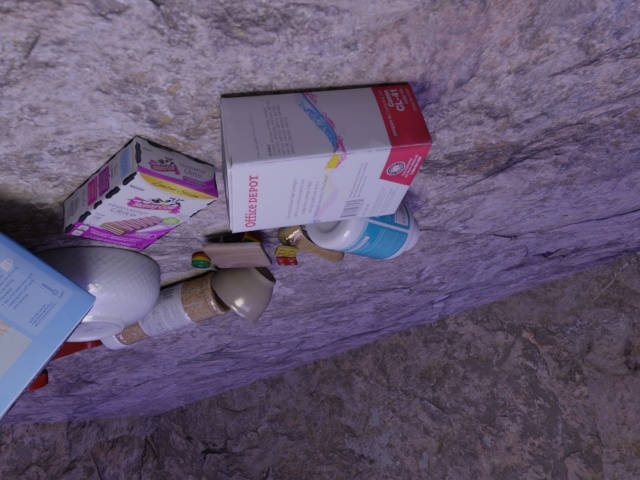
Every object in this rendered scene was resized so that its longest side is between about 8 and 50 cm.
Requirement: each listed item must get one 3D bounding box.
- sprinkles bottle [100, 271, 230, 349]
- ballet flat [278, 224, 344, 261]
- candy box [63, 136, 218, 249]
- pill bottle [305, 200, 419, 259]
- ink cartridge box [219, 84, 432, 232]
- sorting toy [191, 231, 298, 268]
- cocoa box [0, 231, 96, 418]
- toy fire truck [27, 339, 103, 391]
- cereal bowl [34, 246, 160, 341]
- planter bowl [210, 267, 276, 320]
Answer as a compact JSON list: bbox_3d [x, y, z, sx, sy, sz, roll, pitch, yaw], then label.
[{"bbox_3d":[-0.424,0.192,1.348,0.355,0.121,0.121,-19,156,13],"label":"sprinkles bottle"},{"bbox_3d":[0.000,0.000,1.195,0.073,0.080,0.232,-41,147,26],"label":"ballet flat"},{"bbox_3d":[-0.314,-0.070,0.868,0.233,0.071,0.159,-29,152,32],"label":"candy box"},{"bbox_3d":[0.103,-0.037,1.070,0.146,0.146,0.264,-31,151,36],"label":"pill bottle"},{"bbox_3d":[-0.005,-0.128,0.822,0.306,0.131,0.226,-6,157,-13],"label":"ink cartridge box"},{"bbox_3d":[-0.179,0.020,1.153,0.274,0.046,0.132,-2,158,7],"label":"sorting toy"},{"bbox_3d":[-0.575,0.174,0.812,0.231,0.347,0.228,40,156,-15],"label":"cocoa box"},{"bbox_3d":[-0.767,0.284,1.320,0.302,0.169,0.254,-5,180,20],"label":"toy fire truck"},{"bbox_3d":[-0.545,0.146,1.157,0.339,0.141,0.339,-10,158,-4],"label":"cereal bowl"},{"bbox_3d":[-0.184,0.110,1.277,0.109,0.162,0.162,-46,151,6],"label":"planter bowl"}]
